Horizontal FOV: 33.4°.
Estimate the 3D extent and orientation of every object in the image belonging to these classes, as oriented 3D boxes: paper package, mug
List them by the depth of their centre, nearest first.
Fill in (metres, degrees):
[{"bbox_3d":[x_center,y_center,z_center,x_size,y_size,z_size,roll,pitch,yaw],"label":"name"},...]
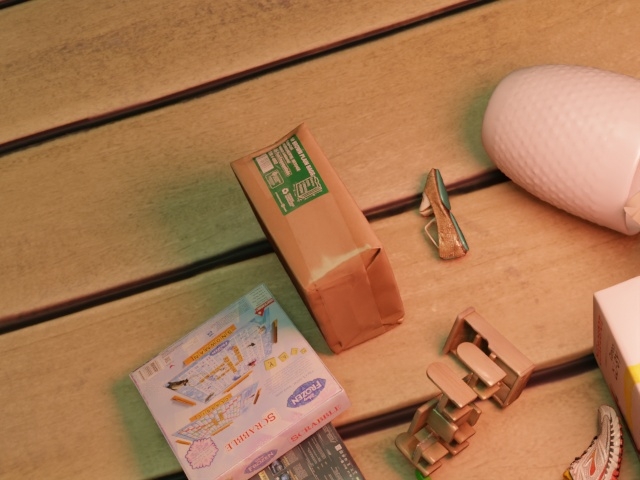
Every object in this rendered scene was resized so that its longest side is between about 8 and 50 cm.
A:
[{"bbox_3d":[0.000,0.000,1.999,0.168,0.309,0.325,-28,60,-4],"label":"paper package"},{"bbox_3d":[0.515,-0.214,2.053,0.328,0.276,0.374,25,40,30],"label":"mug"}]

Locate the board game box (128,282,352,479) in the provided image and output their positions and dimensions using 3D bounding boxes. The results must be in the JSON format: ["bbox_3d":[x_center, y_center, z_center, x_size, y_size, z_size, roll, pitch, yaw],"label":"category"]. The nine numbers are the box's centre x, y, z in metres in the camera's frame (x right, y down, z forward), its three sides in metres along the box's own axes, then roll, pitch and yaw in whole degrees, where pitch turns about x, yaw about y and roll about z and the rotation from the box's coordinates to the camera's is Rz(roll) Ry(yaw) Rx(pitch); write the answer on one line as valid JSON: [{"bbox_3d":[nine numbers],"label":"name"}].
[{"bbox_3d":[-0.155,0.278,1.993,0.318,0.066,0.318,-34,49,-6],"label":"board game box"}]

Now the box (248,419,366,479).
[{"bbox_3d":[-0.003,0.462,1.902,0.183,0.059,0.233,-32,62,-5],"label":"box"}]

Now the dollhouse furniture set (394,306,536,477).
[{"bbox_3d":[0.231,0.250,1.882,0.242,0.212,0.161,-27,58,-35],"label":"dollhouse furniture set"}]

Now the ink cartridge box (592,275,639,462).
[{"bbox_3d":[0.589,0.274,1.753,0.160,0.279,0.385,-19,60,4],"label":"ink cartridge box"}]

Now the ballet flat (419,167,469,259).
[{"bbox_3d":[0.232,-0.051,2.118,0.067,0.073,0.206,-24,56,15],"label":"ballet flat"}]

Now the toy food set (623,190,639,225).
[{"bbox_3d":[0.689,0.021,1.850,0.092,0.306,0.220,-61,40,23],"label":"toy food set"}]

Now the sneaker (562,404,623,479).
[{"bbox_3d":[0.466,0.386,1.828,0.092,0.088,0.225,10,65,18],"label":"sneaker"}]

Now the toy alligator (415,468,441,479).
[{"bbox_3d":[0.211,0.481,1.856,0.051,0.056,0.190,4,55,-32],"label":"toy alligator"}]
